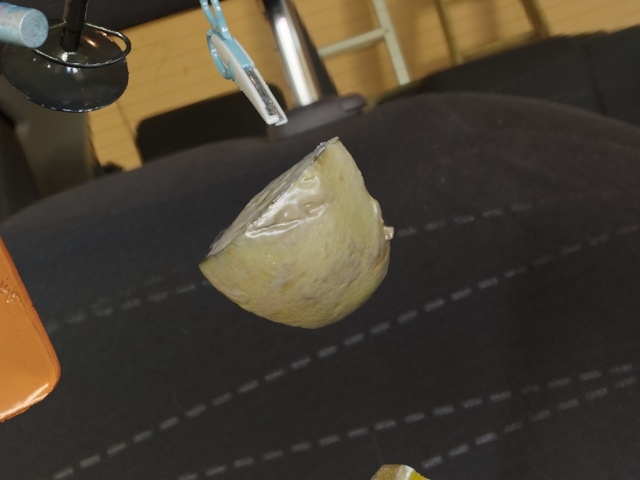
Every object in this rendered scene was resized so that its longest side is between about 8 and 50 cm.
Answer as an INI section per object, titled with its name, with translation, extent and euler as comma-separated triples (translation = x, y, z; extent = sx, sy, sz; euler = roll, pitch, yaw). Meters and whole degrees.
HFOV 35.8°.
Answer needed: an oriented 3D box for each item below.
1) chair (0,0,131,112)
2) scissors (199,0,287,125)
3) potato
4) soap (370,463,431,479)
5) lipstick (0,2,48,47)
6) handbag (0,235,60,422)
[chair]
translation = -0.381, -0.418, 1.574
extent = 0.227, 0.226, 0.401
euler = -23, -25, -35
[scissors]
translation = -0.044, -0.095, 0.531
extent = 0.014, 0.058, 0.119
euler = -19, 43, -14
[potato]
translation = 0.002, 0.028, 1.399
extent = 0.211, 0.264, 0.189
euler = -29, 25, 34
[soap]
translation = 0.061, 0.385, 1.176
extent = 0.232, 0.073, 0.140
euler = -64, 9, -17
[lipstick]
translation = -0.400, -0.267, 1.197
extent = 0.158, 0.048, 0.048
euler = 16, 24, 29
[handbag]
translation = -0.589, 0.156, 1.334
extent = 0.410, 0.303, 0.116
euler = -26, 22, -17
